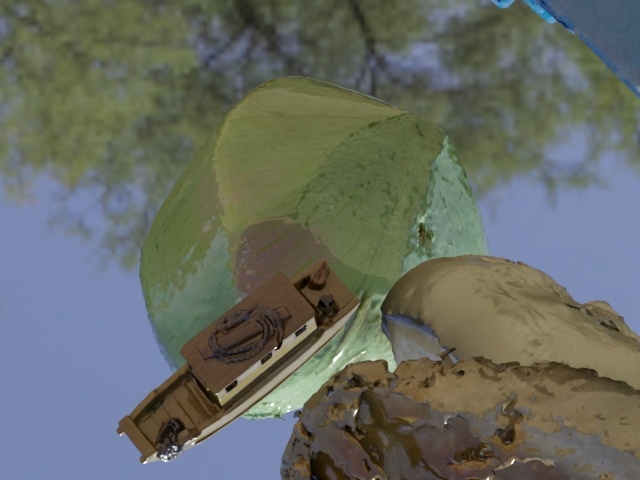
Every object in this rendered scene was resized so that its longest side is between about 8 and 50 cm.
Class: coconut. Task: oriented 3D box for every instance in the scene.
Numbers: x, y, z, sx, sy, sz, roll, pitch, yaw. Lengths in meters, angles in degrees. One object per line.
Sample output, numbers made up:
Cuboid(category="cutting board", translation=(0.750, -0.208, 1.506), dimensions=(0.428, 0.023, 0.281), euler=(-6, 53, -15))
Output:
Cuboid(category="coconut", translation=(0.000, 0.000, 1.615), dimensions=(0.328, 0.328, 0.281), euler=(-11, -125, -17))

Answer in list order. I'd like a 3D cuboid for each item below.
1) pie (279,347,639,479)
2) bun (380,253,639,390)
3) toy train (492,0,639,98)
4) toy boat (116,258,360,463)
Cuboid(category="pie", translation=(0.102, 0.160, 0.906), dimensions=(0.274, 0.274, 0.055), euler=(10, -138, 20))
Cuboid(category="bun", translation=(0.166, 0.119, 1.258), dimensions=(0.146, 0.287, 0.287), euler=(-33, -144, -8))
Cuboid(category="toy train", translation=(0.171, -0.149, 0.874), dimensions=(0.265, 0.188, 0.300), euler=(50, -168, 18))
Cuboid(category="toy boat", translation=(-0.061, 0.088, 1.333), dimensions=(0.200, 0.077, 0.057), euler=(-38, -111, -9))
